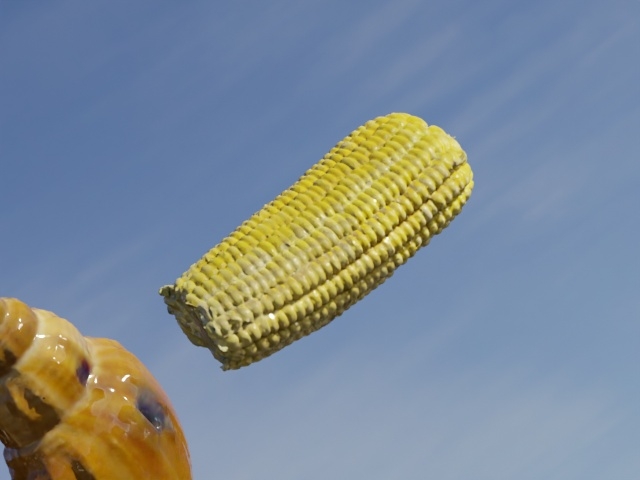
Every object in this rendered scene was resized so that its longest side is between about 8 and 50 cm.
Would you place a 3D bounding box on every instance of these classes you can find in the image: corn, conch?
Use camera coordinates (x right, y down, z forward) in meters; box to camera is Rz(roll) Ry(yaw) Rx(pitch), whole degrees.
[{"bbox_3d":[0.000,0.000,0.966,0.165,0.085,0.063,-36,-41,-17],"label":"corn"},{"bbox_3d":[-0.105,0.145,1.129,0.093,0.330,0.109,-27,26,27],"label":"conch"}]
